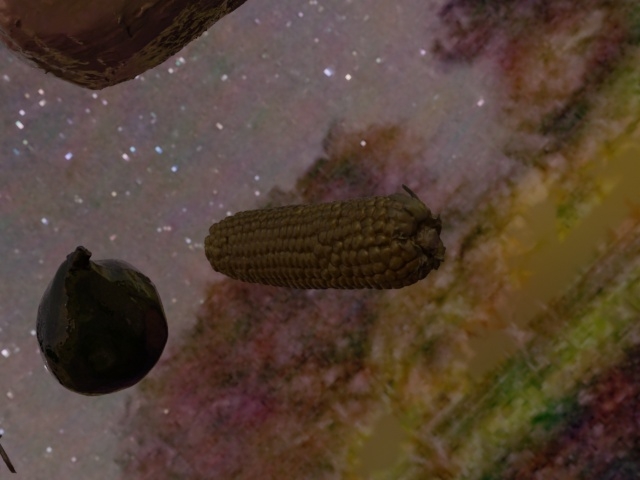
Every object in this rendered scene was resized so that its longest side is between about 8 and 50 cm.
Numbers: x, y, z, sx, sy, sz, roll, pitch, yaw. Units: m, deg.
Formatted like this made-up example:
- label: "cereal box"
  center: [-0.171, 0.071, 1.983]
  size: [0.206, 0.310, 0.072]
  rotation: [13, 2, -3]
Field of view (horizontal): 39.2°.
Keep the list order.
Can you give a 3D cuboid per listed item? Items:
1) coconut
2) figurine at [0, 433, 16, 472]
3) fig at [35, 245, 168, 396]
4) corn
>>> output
- label: "coconut"
  center: [-0.288, -0.367, 1.043]
  size: [0.404, 0.404, 0.404]
  rotation: [-43, -12, -11]
- label: "figurine"
  center: [-0.582, 0.392, 1.490]
  size: [0.153, 0.132, 0.132]
  rotation: [-31, -15, -18]
- label: "fig"
  center: [-0.316, 0.099, 1.249]
  size: [0.195, 0.195, 0.245]
  rotation: [-41, -43, -20]
- label: "corn"
  center: [-0.002, 0.004, 0.894]
  size: [0.091, 0.260, 0.091]
  rotation: [59, -136, -35]
